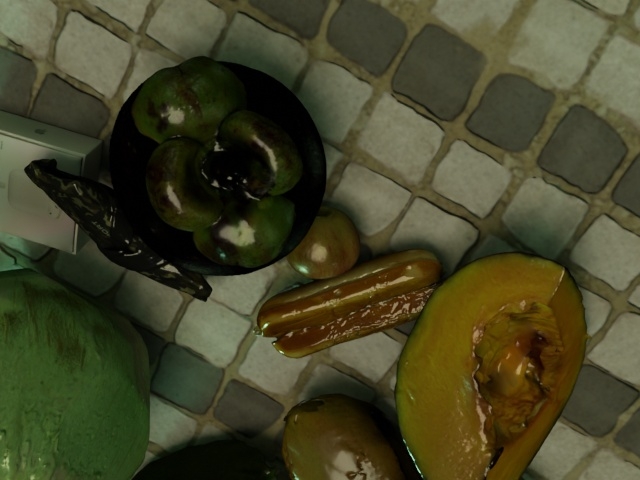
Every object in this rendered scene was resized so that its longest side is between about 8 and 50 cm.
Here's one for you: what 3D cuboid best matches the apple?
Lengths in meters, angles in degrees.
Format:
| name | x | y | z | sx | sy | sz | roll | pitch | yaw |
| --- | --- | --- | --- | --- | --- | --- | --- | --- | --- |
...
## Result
| name | x | y | z | sx | sy | sz | roll | pitch | yaw |
| --- | --- | --- | --- | --- | --- | --- | --- | --- | --- |
| apple | 0.000 | 0.000 | 1.106 | 0.084 | 0.084 | 0.071 | -1 | 117 | 15 |

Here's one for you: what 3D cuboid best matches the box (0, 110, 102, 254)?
| name | x | y | z | sx | sy | sz | roll | pitch | yaw |
| --- | --- | --- | --- | --- | --- | --- | --- | --- | --- |
| box | -0.322 | -0.065 | 1.172 | 0.129 | 0.051 | 0.130 | 16 | 120 | 5 |

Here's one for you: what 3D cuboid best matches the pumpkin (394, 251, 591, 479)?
| name | x | y | z | sx | sy | sz | roll | pitch | yaw |
| --- | --- | --- | --- | --- | --- | --- | --- | --- | --- |
| pumpkin | 0.188 | 0.129 | 1.113 | 0.148 | 0.169 | 0.312 | 31 | 115 | 29 |

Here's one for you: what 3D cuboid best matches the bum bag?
| name | x | y | z | sx | sy | sz | roll | pitch | yaw |
| --- | --- | --- | --- | --- | --- | --- | --- | --- | --- |
| bum bag | -0.208 | -0.007 | 1.115 | 0.248 | 0.102 | 0.069 | 36 | 94 | -27 |

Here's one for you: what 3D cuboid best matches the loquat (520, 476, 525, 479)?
| name | x | y | z | sx | sy | sz | roll | pitch | yaw |
| --- | --- | --- | --- | --- | --- | --- | --- | --- | --- |
| loquat | 0.196 | 0.326 | 1.194 | 0.137 | 0.137 | 0.113 | -21 | 120 | 23 |

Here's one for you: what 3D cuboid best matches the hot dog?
| name | x | y | z | sx | sy | sz | roll | pitch | yaw |
| --- | --- | --- | --- | --- | --- | --- | --- | --- | --- |
| hot dog | 0.029 | 0.069 | 1.142 | 0.235 | 0.062 | 0.092 | -17 | 128 | 16 |

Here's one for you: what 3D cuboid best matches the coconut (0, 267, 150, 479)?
| name | x | y | z | sx | sy | sz | roll | pitch | yaw |
| --- | --- | --- | --- | --- | --- | --- | --- | --- | --- |
| coconut | -0.342 | 0.165 | 1.165 | 0.328 | 0.328 | 0.281 | 43 | 125 | -9 |

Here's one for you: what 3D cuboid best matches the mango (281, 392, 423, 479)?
| name | x | y | z | sx | sy | sz | roll | pitch | yaw |
| --- | --- | --- | --- | --- | --- | --- | --- | --- | --- |
| mango | 0.039 | 0.292 | 1.208 | 0.151 | 0.156 | 0.249 | -14 | 108 | 52 |

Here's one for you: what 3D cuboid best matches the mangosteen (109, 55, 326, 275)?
| name | x | y | z | sx | sy | sz | roll | pitch | yaw |
| --- | --- | --- | --- | --- | --- | --- | --- | --- | --- |
| mangosteen | -0.101 | -0.071 | 1.010 | 0.243 | 0.243 | 0.243 | 6 | 118 | 11 |

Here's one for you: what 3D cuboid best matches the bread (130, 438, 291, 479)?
| name | x | y | z | sx | sy | sz | roll | pitch | yaw |
| --- | --- | --- | --- | --- | --- | --- | --- | --- | --- |
| bread | -0.104 | 0.427 | 1.325 | 0.366 | 0.129 | 0.382 | 14 | 118 | 4 |
